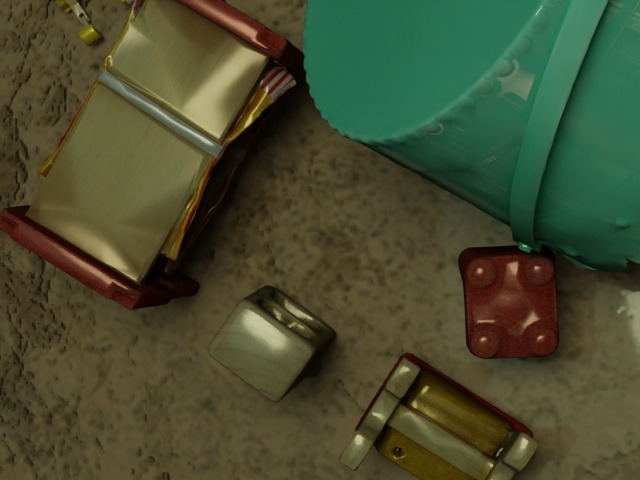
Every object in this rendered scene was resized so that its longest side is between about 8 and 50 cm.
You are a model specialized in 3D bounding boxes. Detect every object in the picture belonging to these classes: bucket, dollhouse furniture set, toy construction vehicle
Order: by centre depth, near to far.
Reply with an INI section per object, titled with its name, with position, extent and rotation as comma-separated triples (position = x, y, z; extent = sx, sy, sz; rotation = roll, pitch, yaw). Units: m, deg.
[bucket]
position = 0.130, -0.135, 0.626
extent = 0.281, 0.183, 0.281
rotation = -34, 47, 46
[dollhouse furniture set]
position = 0.000, 0.000, 0.789
extent = 0.374, 0.152, 0.201
rotation = 33, 96, 5
[toy construction vehicle]
position = -0.176, -0.212, 0.928
extent = 0.086, 0.035, 0.098
rotation = -36, 74, 3
